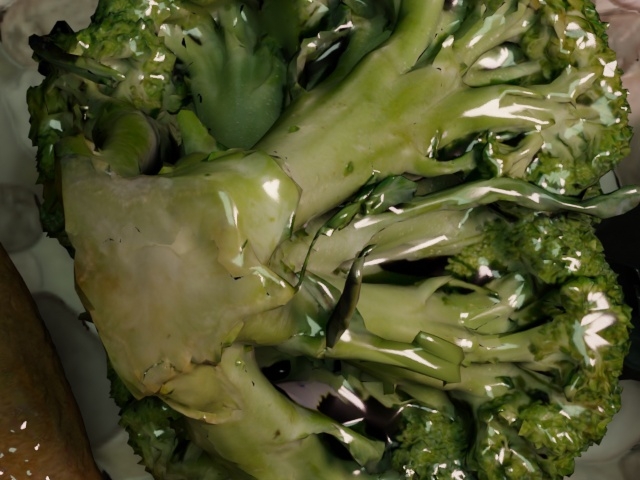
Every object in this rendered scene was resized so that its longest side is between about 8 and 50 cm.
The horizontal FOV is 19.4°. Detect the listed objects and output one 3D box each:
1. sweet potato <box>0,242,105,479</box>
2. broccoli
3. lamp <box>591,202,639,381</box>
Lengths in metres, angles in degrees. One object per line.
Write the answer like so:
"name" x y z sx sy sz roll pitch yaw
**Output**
"sweet potato" -0.154 0.098 0.902 0.114 0.092 0.341 -24 96 23
"broccoli" 0.000 0.000 0.832 0.304 0.283 0.321 -26 85 22
"lamp" 0.295 0.017 0.857 0.272 0.374 0.205 -27 119 -24
